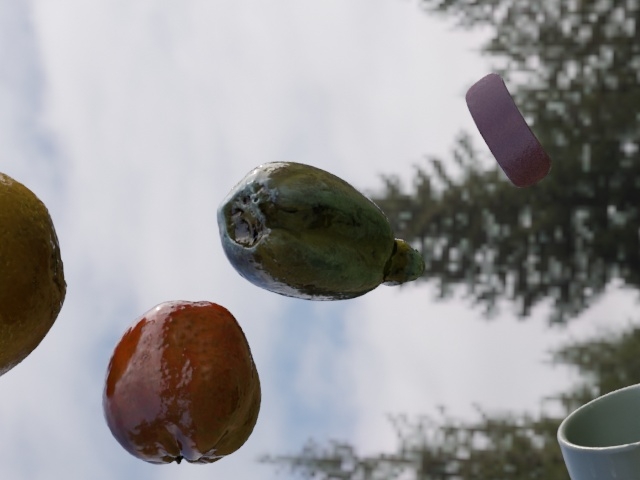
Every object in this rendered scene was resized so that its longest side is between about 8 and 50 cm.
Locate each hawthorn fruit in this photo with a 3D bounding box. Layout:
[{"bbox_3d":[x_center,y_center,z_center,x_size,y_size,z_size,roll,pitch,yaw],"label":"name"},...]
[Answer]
[{"bbox_3d":[-0.147,0.154,1.801,0.189,0.189,0.189,2,-90,-72],"label":"hawthorn fruit"}]

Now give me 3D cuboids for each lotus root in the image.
[{"bbox_3d":[0.000,0.000,2.045,0.322,0.140,0.158,20,-104,-51],"label":"lotus root"}]

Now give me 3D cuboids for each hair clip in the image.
[{"bbox_3d":[0.211,-0.125,1.901,0.137,0.054,0.022,61,-158,11],"label":"hair clip"}]

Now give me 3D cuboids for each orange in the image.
[{"bbox_3d":[-0.424,0.040,1.897,0.274,0.274,0.274,2,-90,-72],"label":"orange"}]

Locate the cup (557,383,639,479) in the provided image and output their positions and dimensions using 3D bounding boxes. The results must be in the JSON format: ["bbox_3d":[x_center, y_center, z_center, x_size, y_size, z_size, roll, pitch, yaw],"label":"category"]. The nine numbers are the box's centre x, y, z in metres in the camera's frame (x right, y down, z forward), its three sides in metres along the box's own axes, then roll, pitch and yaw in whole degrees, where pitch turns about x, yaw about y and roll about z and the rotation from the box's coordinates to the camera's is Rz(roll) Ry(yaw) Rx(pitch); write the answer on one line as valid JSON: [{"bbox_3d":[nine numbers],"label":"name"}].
[{"bbox_3d":[0.425,0.284,1.934,0.258,0.186,0.234,-26,-76,-22],"label":"cup"}]
